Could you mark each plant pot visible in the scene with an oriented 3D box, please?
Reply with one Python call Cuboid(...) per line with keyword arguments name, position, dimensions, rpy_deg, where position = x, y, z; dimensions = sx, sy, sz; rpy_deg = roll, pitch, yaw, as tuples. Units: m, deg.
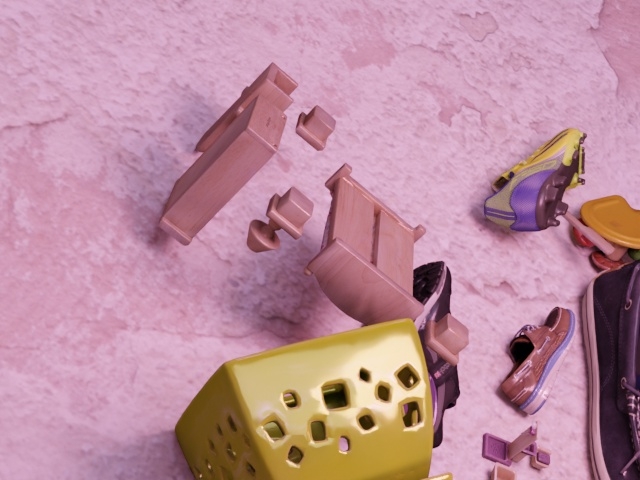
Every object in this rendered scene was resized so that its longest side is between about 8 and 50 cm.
Cuboid(name="plant pot", position=(-0.001, 0.232, 1.486), dimensions=(0.227, 0.228, 0.207), rpy_deg=(-11, 69, -24))

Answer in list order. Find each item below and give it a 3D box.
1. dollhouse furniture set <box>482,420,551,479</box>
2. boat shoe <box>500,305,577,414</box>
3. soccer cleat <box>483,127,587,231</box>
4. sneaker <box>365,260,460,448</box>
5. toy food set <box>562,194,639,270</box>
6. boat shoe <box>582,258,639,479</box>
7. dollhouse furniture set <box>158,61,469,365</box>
Cuboid(name="dollhouse furniture set", position=(0.258, 0.283, 1.734), dimensions=(0.091, 0.081, 0.114), rpy_deg=(24, 47, -16))
Cuboid(name="boat shoe", position=(0.290, 0.145, 1.872), dimensions=(0.066, 0.066, 0.183), rpy_deg=(34, 45, -5))
Cuboid(name="soccer cleat", position=(0.318, -0.098, 2.063), dimensions=(0.121, 0.093, 0.289), rpy_deg=(5, 26, 22))
Cuboid(name="sneaker", position=(0.122, 0.149, 1.757), dimensions=(0.124, 0.107, 0.283), rpy_deg=(51, 37, -23))
Cuboid(name="toy food set", position=(0.440, -0.002, 2.093), dimensions=(0.218, 0.071, 0.128), rpy_deg=(-11, 40, -41))
Cuboid(name="boat shoe", position=(0.463, 0.227, 1.864), dimensions=(0.187, 0.156, 0.500), rpy_deg=(17, 51, -24))
Cuboid(name="dollhouse furniture set", position=(0.000, 0.000, 1.738), dimensions=(0.355, 0.174, 0.303), rpy_deg=(39, 26, -15))
